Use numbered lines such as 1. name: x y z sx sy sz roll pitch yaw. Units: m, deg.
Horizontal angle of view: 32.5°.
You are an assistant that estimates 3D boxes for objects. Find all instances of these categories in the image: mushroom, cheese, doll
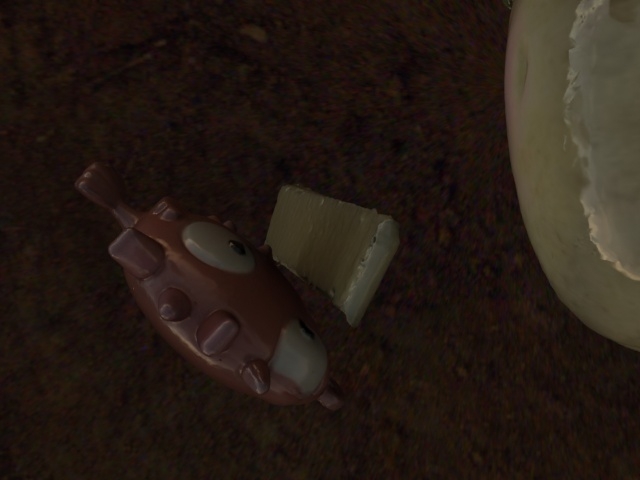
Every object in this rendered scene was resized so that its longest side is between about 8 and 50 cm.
1. mushroom: 0.244 -0.056 0.703 0.315 0.315 0.356 -45 53 13
2. cheese: -0.002 -0.002 0.952 0.034 0.400 0.085 19 93 -13
3. doll: -0.080 0.039 0.828 0.262 0.211 0.093 45 102 0

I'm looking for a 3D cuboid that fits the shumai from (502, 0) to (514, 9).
1. shumai: 0.268 -0.312 1.388 0.099 0.087 0.123 17 68 -6
